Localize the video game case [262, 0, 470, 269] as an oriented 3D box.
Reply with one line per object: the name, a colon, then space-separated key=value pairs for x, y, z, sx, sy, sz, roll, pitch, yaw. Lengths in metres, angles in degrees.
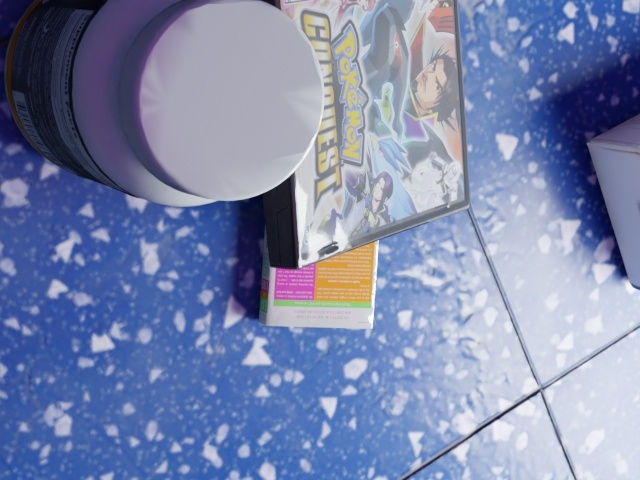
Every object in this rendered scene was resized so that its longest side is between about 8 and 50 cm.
video game case: x=0.035 y=-0.137 z=1.272 sx=0.248 sy=0.035 sz=0.275 roll=-19 pitch=108 yaw=-51

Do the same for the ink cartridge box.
ink cartridge box: x=0.372 y=-0.061 z=1.474 sx=0.218 sy=0.092 sz=0.159 roll=-27 pitch=109 yaw=-21

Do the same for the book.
book: x=0.000 y=0.000 z=1.340 sx=0.096 sy=0.035 sz=0.144 roll=2 pitch=97 yaw=-23

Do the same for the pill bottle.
pill bottle: x=-0.114 y=-0.110 z=1.130 sx=0.162 sy=0.278 sz=0.162 roll=-4 pitch=100 yaw=-26
